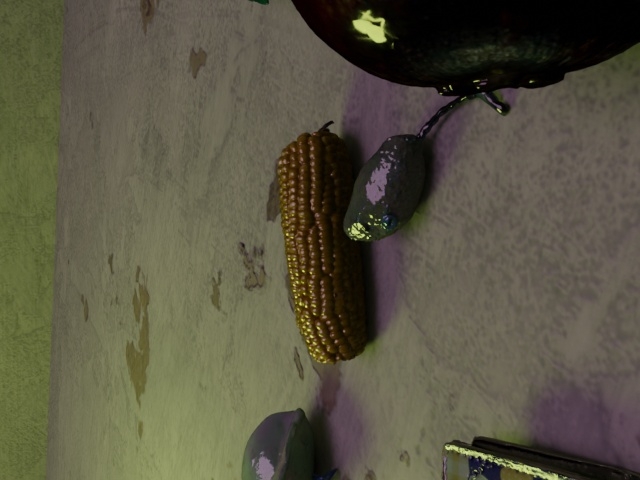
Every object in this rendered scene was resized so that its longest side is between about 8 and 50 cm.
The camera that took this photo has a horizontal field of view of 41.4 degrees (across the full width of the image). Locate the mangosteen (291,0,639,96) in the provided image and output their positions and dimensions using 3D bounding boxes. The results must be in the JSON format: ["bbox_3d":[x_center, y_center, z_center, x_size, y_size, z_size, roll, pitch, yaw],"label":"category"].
[{"bbox_3d":[0.115,-0.258,0.597,0.330,0.330,0.329,10,102,61],"label":"mangosteen"}]

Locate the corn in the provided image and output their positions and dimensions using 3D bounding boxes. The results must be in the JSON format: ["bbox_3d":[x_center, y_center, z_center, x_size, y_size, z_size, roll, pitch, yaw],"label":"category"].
[{"bbox_3d":[0.000,0.000,1.065,0.101,0.102,0.310,-11,82,62],"label":"corn"}]

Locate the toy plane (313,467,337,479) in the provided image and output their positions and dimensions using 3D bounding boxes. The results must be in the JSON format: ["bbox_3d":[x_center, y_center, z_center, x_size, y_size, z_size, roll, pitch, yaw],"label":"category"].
[{"bbox_3d":[-0.002,0.393,1.170,0.062,0.054,0.167,12,106,35],"label":"toy plane"}]

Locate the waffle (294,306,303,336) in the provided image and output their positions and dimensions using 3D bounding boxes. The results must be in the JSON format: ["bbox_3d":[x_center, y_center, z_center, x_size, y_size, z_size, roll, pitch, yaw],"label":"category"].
[{"bbox_3d":[-0.015,0.100,1.193,0.085,0.016,0.078,-60,42,47],"label":"waffle"}]

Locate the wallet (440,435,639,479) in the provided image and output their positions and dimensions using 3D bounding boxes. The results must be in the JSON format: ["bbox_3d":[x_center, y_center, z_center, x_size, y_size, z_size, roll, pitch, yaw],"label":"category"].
[{"bbox_3d":[0.194,0.345,0.764,0.223,0.077,0.309,1,91,59],"label":"wallet"}]

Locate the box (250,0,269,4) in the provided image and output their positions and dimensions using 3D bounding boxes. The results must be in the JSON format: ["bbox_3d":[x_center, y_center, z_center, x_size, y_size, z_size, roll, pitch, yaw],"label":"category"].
[{"bbox_3d":[-0.081,-0.476,1.166,0.337,0.106,0.264,41,128,53],"label":"box"}]

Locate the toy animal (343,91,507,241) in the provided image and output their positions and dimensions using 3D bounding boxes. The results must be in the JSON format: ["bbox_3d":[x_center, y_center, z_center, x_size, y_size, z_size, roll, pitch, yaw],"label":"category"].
[{"bbox_3d":[0.104,-0.087,0.918,0.079,0.070,0.253,44,127,4],"label":"toy animal"}]

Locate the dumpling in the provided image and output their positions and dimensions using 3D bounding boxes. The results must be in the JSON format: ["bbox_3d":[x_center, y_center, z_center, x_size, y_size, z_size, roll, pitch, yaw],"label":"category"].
[{"bbox_3d":[-0.053,0.339,1.189,0.149,0.105,0.216,-125,42,-50],"label":"dumpling"}]
